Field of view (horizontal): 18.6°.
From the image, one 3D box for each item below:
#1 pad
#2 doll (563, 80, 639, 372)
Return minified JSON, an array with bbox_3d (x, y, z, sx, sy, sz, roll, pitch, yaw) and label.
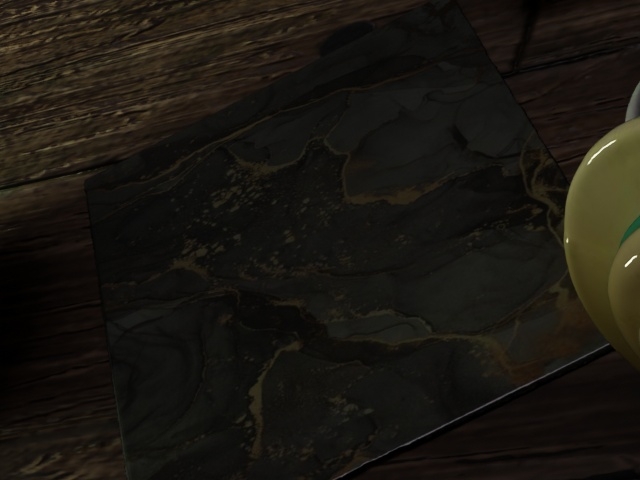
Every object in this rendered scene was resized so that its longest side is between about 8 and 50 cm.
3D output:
[{"bbox_3d":[0.000,0.000,0.984,0.247,0.007,0.367,-27,31,5],"label":"pad"},{"bbox_3d":[0.183,-0.040,0.787,0.208,0.144,0.271,-11,34,-8],"label":"doll"}]
